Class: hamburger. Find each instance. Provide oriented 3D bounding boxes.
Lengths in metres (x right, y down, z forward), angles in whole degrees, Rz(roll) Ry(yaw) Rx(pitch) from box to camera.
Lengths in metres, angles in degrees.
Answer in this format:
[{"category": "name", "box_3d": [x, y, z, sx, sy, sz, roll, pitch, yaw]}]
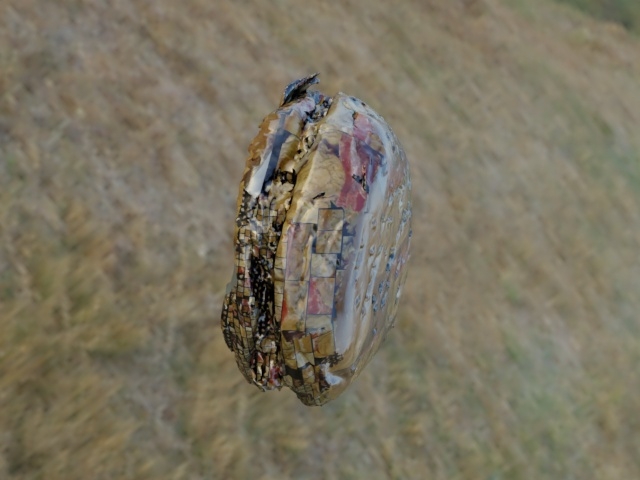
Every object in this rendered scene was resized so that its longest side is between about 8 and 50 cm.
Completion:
[{"category": "hamburger", "box_3d": [0.000, 0.000, 1.054, 0.106, 0.231, 0.231, 14, 16, 11]}]
